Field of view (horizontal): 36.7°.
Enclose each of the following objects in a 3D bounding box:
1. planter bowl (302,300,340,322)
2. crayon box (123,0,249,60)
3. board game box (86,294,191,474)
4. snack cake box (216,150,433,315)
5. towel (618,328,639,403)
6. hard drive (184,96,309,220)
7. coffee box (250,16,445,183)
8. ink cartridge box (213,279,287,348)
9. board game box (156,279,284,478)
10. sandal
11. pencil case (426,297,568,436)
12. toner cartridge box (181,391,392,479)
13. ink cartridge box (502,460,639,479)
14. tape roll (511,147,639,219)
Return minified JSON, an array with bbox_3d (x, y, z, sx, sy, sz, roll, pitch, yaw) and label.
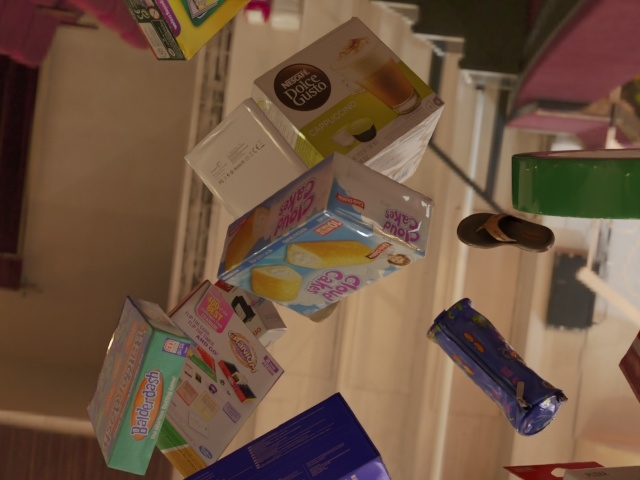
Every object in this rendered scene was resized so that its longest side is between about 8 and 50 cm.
[{"bbox_3d":[-0.025,0.044,1.613,0.109,0.162,0.162,22,178,-18],"label":"planter bowl"},{"bbox_3d":[-0.277,-0.589,1.880,0.106,0.313,0.363,9,140,39],"label":"crayon box"},{"bbox_3d":[-0.220,0.163,1.142,0.047,0.160,0.210,19,180,-21],"label":"board game box"},{"bbox_3d":[0.000,0.000,1.238,0.152,0.089,0.264,26,147,-25],"label":"snack cake box"},{"bbox_3d":[0.696,0.183,1.838,0.037,0.329,0.237,16,-153,-14],"label":"towel"},{"bbox_3d":[-0.124,-0.121,2.051,0.203,0.307,0.040,-39,-179,25],"label":"hard drive"},{"bbox_3d":[0.045,-0.276,2.398,0.338,0.334,0.338,-36,164,-22],"label":"coffee box"},{"bbox_3d":[-0.173,0.164,2.154,0.072,0.127,0.175,1,-129,-54],"label":"ink cartridge box"},{"bbox_3d":[-0.222,0.246,1.761,0.064,0.242,0.316,-35,-173,34],"label":"board game box"},{"bbox_3d":[0.420,-0.022,2.183,0.219,0.090,0.060,11,157,15],"label":"sandal"},{"bbox_3d":[0.341,0.246,1.892,0.306,0.119,0.133,47,-170,31],"label":"pencil case"},{"bbox_3d":[-0.082,0.375,1.419,0.348,0.075,0.165,-28,-148,-7],"label":"toner cartridge box"},{"bbox_3d":[0.480,0.401,1.595,0.275,0.060,0.239,9,-168,-40],"label":"ink cartridge box"},{"bbox_3d":[0.421,-0.081,1.302,0.321,0.077,0.321,-1,-173,0],"label":"tape roll"}]
